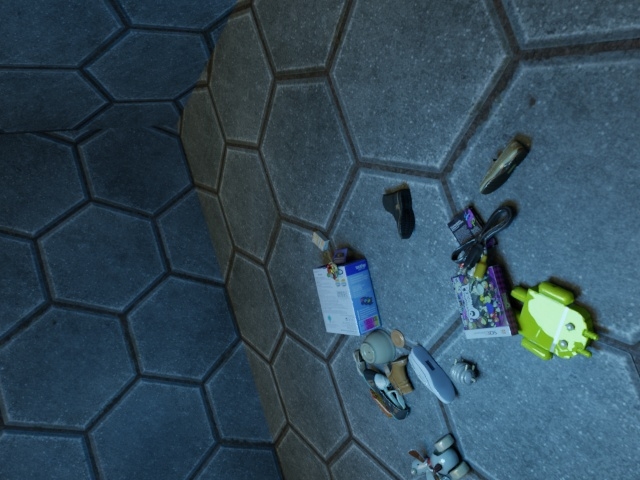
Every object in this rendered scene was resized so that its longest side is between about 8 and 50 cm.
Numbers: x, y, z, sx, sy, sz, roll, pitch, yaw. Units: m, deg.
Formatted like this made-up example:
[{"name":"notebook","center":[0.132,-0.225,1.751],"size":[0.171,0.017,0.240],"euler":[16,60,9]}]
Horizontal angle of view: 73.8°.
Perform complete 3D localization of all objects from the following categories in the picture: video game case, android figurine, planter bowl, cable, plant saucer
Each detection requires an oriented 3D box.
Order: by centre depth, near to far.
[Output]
[{"name":"android figurine","center":[0.707,0.252,1.313],"size":[0.272,0.056,0.249],"euler":[36,129,46]},{"name":"cable","center":[0.541,0.010,1.424],"size":[0.287,0.072,0.139],"euler":[-62,30,13]},{"name":"video game case","center":[0.559,0.218,1.472],"size":[0.210,0.041,0.232],"euler":[-32,67,62]},{"name":"plant saucer","center":[0.348,0.445,1.927],"size":[0.083,0.013,0.084],"euler":[23,120,49]},{"name":"planter bowl","center":[0.256,0.510,1.998],"size":[0.162,0.109,0.162],"euler":[25,121,49]}]

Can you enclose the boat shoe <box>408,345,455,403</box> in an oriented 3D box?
[{"name":"boat shoe","center":[0.456,0.561,1.763],"size":[0.084,0.095,0.258],"euler":[107,145,-43]}]

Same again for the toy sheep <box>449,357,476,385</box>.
[{"name":"toy sheep","center":[0.541,0.502,1.613],"size":[0.132,0.091,0.091],"euler":[-162,62,-72]}]

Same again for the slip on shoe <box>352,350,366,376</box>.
[{"name":"slip on shoe","center":[0.209,0.624,2.165],"size":[0.041,0.051,0.136],"euler":[-40,63,41]}]

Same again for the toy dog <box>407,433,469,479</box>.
[{"name":"toy dog","center":[0.475,0.963,1.808],"size":[0.220,0.160,0.334],"euler":[43,134,38]}]

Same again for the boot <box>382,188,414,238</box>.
[{"name":"boot","center":[0.310,-0.104,1.739],"size":[0.137,0.076,0.198],"euler":[-1,88,60]}]

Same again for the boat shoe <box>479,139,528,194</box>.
[{"name":"boat shoe","center":[0.562,-0.230,1.340],"size":[0.190,0.068,0.072],"euler":[-55,45,37]}]

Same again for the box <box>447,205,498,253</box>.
[{"name":"box","center":[0.526,-0.024,1.488],"size":[0.162,0.029,0.116],"euler":[62,142,17]}]

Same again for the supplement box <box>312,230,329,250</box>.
[{"name":"supplement box","center":[0.000,0.000,2.236],"size":[0.098,0.036,0.062],"euler":[43,135,38]}]

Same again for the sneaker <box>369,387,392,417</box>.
[{"name":"sneaker","center":[0.295,0.790,2.089],"size":[0.175,0.064,0.068],"euler":[51,149,35]}]

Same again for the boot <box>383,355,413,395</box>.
[{"name":"boot","center":[0.371,0.607,1.911],"size":[0.152,0.072,0.197],"euler":[60,151,19]}]

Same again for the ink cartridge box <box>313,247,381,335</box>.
[{"name":"ink cartridge box","center":[0.117,0.242,2.060],"size":[0.270,0.151,0.396],"euler":[-10,94,55]}]

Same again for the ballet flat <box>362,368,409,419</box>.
[{"name":"ballet flat","center":[0.318,0.705,2.009],"size":[0.280,0.095,0.096],"euler":[49,129,18]}]

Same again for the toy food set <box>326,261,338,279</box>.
[{"name":"toy food set","center":[0.056,0.141,1.967],"size":[0.083,0.020,0.083],"euler":[5,104,53]}]
